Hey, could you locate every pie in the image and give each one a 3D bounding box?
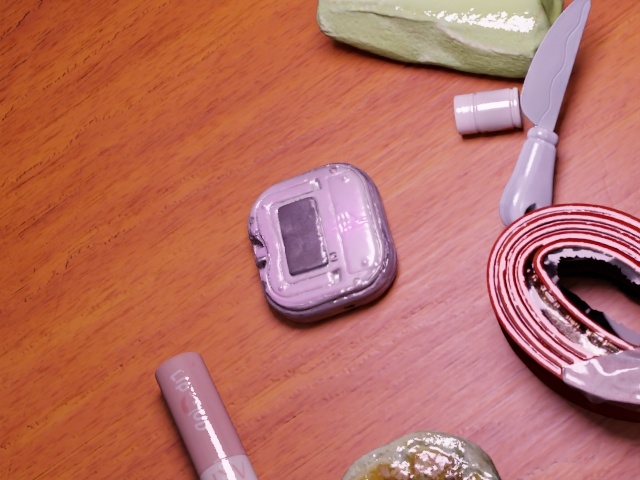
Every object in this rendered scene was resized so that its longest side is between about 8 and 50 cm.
[{"bbox_3d":[0.127,0.346,1.436,0.240,0.054,0.240,-5,70,14],"label":"pie"}]

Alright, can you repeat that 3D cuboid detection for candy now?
[{"bbox_3d":[0.170,-0.320,1.639,0.343,0.132,0.142,12,81,20],"label":"candy"}]

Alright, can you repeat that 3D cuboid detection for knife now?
[{"bbox_3d":[0.293,-0.172,1.540,0.044,0.080,0.331,7,84,64],"label":"knife"}]

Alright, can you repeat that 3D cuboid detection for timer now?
[{"bbox_3d":[0.000,0.000,1.600,0.191,0.069,0.208,-21,66,11],"label":"timer"}]

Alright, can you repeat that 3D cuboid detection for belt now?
[{"bbox_3d":[0.359,0.090,1.433,0.324,0.115,0.227,34,84,24],"label":"belt"}]

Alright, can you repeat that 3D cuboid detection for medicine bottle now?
[{"bbox_3d":[0.231,-0.177,1.606,0.089,0.057,0.057,-6,68,14],"label":"medicine bottle"}]

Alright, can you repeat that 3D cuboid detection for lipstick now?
[{"bbox_3d":[-0.139,0.270,1.533,0.070,0.070,0.254,-30,64,3],"label":"lipstick"}]
